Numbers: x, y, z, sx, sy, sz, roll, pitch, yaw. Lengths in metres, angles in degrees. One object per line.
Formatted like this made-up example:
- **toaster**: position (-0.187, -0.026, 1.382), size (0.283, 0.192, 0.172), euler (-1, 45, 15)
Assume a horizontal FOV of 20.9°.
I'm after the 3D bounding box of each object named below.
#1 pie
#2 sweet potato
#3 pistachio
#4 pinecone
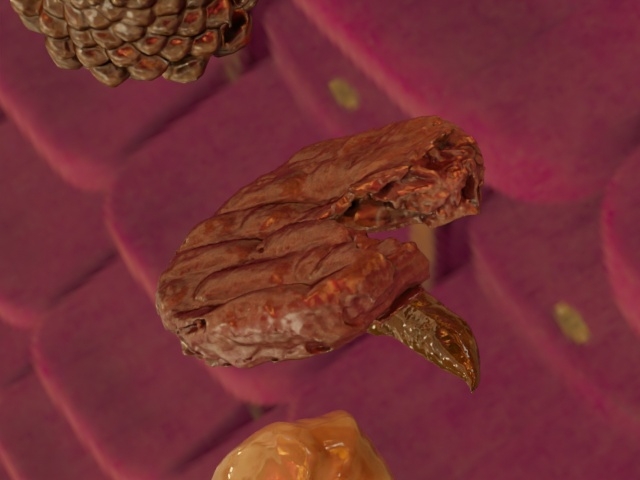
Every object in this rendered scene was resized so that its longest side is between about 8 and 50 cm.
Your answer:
- **pie**: position (0.000, 0.000, 1.029), size (0.204, 0.219, 0.054), euler (-3, 124, 48)
- **sweet potato**: position (0.040, 0.044, 1.308), size (0.274, 0.067, 0.067), euler (31, 145, 50)
- **pistachio**: position (-0.027, 0.230, 1.383), size (0.157, 0.157, 0.229), euler (54, 137, 22)
- **pinecone**: position (-0.070, -0.105, 0.614), size (0.109, 0.102, 0.102), euler (30, 145, 62)
